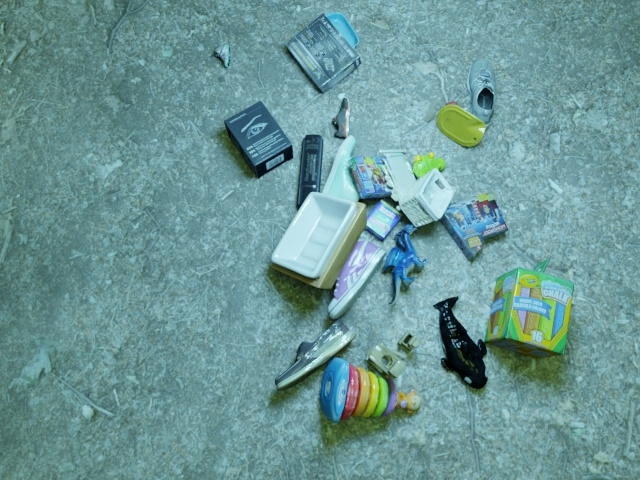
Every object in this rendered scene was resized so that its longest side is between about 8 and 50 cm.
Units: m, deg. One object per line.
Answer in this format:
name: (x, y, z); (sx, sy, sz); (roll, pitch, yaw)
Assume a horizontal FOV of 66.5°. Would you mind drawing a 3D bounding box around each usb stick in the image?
usb stick: (-0.034, -0.236, 1.683); (0.077, 0.045, 0.278); (2, 73, 6)

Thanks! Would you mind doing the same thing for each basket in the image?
basket: (0.345, -0.137, 1.593); (0.113, 0.103, 0.167); (49, 47, -13)

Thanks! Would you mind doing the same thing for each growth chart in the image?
growth chart: (0.271, -0.211, 1.652); (0.172, 0.021, 0.237); (-4, 71, -41)

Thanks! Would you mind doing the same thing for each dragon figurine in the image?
dragon figurine: (0.249, 0.078, 1.574); (0.144, 0.085, 0.289); (35, 71, 10)

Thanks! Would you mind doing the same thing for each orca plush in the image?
orca plush: (0.447, 0.311, 1.503); (0.151, 0.102, 0.287); (-5, 73, -3)

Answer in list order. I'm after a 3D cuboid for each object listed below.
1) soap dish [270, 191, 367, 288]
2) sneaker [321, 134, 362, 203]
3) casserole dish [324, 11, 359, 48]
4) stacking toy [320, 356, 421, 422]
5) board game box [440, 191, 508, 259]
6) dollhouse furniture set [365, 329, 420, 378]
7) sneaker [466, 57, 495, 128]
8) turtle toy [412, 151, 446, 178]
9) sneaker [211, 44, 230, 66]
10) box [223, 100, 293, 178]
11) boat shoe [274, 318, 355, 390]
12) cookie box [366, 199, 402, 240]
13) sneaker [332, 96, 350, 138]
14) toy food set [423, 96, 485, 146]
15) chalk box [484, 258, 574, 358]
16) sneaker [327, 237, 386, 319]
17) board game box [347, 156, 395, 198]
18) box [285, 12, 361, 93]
soap dish: (0.000, 0.000, 1.527); (0.229, 0.118, 0.291); (18, 74, 43)
sneaker: (0.112, -0.222, 1.656); (0.151, 0.094, 0.256); (19, 83, 10)
casserole dish: (0.067, -0.781, 1.853); (0.114, 0.037, 0.188); (-26, 75, -9)
stacking toy: (0.163, 0.460, 1.444); (0.301, 0.166, 0.175); (14, 79, -13)
board game box: (0.513, -0.043, 1.634); (0.194, 0.060, 0.194); (-16, 76, -7)
dollhouse furniture set: (0.223, 0.315, 1.454); (0.101, 0.182, 0.161); (40, 77, 10)
sneaker: (0.595, -0.541, 1.755); (0.105, 0.115, 0.281); (3, 73, -1)
turtle toy: (0.375, -0.254, 1.688); (0.130, 0.066, 0.095); (-14, 93, -8)
sneaker: (-0.371, -0.682, 1.811); (0.069, 0.038, 0.098); (-3, 64, -1)
box: (-0.211, -0.347, 1.677); (0.153, 0.108, 0.207); (-31, 76, -10)
boat shoe: (-0.028, 0.345, 1.484); (0.285, 0.103, 0.092); (-34, 72, -15)
cookie box: (0.207, -0.068, 1.641); (0.092, 0.040, 0.107); (37, 75, 10)
sneaker: (0.073, -0.441, 1.741); (0.064, 0.061, 0.158); (1, 73, 5)
toy food set: (0.488, -0.428, 1.723); (0.218, 0.128, 0.071); (38, 55, 14)
chalk box: (0.645, 0.195, 1.506); (0.179, 0.180, 0.289); (16, 72, 3)
sneaker: (0.071, 0.109, 1.563); (0.161, 0.102, 0.282); (32, 66, 13)
board game box: (0.192, -0.211, 1.626); (0.201, 0.035, 0.136); (-7, 73, -41)
box: (0.010, -0.684, 1.788); (0.183, 0.056, 0.231); (-38, 77, 5)
